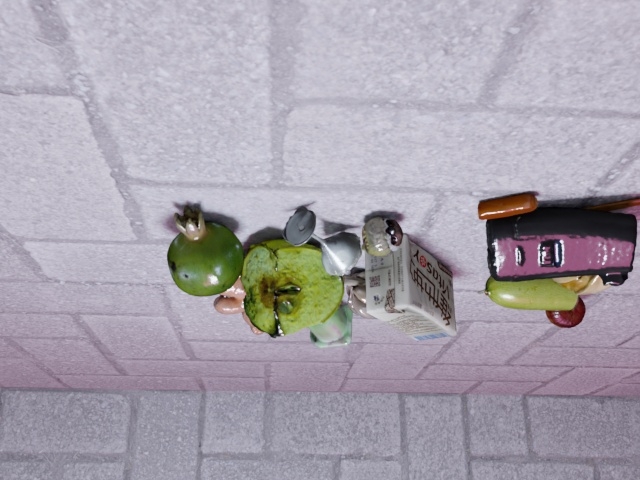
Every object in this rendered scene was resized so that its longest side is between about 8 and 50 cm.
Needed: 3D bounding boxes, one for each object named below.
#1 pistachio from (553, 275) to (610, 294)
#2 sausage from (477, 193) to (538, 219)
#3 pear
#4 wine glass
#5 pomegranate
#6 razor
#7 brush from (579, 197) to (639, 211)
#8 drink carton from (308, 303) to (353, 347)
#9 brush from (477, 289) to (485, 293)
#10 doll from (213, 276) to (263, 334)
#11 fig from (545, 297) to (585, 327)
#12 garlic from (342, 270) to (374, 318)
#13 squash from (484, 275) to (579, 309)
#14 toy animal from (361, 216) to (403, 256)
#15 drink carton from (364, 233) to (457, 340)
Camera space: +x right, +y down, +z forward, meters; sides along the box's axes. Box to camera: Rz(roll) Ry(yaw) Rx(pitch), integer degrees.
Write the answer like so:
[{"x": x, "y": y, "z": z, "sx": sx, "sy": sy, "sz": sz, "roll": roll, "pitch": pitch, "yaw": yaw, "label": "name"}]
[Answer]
[{"x": 0.659, "y": 0.058, "z": 1.792, "sx": 0.157, "sy": 0.158, "sz": 0.229, "roll": 3, "pitch": 161, "yaw": -6, "label": "pistachio"}, {"x": 0.413, "y": -0.075, "z": 1.590, "sx": 0.131, "sy": 0.039, "sz": 0.041, "roll": -11, "pitch": 148, "yaw": 22, "label": "sausage"}, {"x": -0.061, "y": 0.096, "z": 1.845, "sx": 0.255, "sy": 0.239, "sz": 0.164, "roll": -14, "pitch": -166, "yaw": -34, "label": "pear"}, {"x": 0.000, "y": 0.000, "z": 1.681, "sx": 0.122, "sy": 0.122, "sz": 0.183, "roll": -16, "pitch": 149, "yaw": 33, "label": "wine glass"}, {"x": -0.276, "y": 0.021, "z": 1.677, "sx": 0.186, "sy": 0.187, "sz": 0.225, "roll": -4, "pitch": 130, "yaw": 10, "label": "pomegranate"}, {"x": 0.543, "y": 0.012, "z": 1.638, "sx": 0.326, "sy": 0.107, "sz": 0.189, "roll": 0, "pitch": 124, "yaw": 14, "label": "razor"}, {"x": 0.686, "y": -0.082, "z": 1.605, "sx": 0.314, "sy": 0.017, "sz": 0.090, "roll": -11, "pitch": 155, "yaw": 27, "label": "brush"}, {"x": 0.009, "y": 0.239, "z": 2.232, "sx": 0.144, "sy": 0.146, "sz": 0.142, "roll": -10, "pitch": 147, "yaw": 21, "label": "drink carton"}, {"x": 0.508, "y": 0.152, "z": 2.172, "sx": 0.016, "sy": 0.013, "sz": 0.083, "roll": 13, "pitch": 156, "yaw": -34, "label": "brush"}, {"x": -0.206, "y": 0.110, "z": 1.945, "sx": 0.201, "sy": 0.156, "sz": 0.303, "roll": -46, "pitch": 120, "yaw": 7, "label": "doll"}, {"x": 0.749, "y": 0.199, "z": 2.209, "sx": 0.119, "sy": 0.153, "sz": 0.119, "roll": 5, "pitch": 117, "yaw": 10, "label": "fig"}, {"x": 0.108, "y": 0.146, "z": 2.004, "sx": 0.194, "sy": 0.131, "sz": 0.127, "roll": 19, "pitch": 122, "yaw": -40, "label": "garlic"}, {"x": 0.567, "y": 0.124, "z": 1.956, "sx": 0.246, "sy": 0.133, "sz": 0.132, "roll": 3, "pitch": 157, "yaw": -4, "label": "squash"}, {"x": 0.144, "y": -0.004, "z": 1.698, "sx": 0.098, "sy": 0.098, "sz": 0.137, "roll": 2, "pitch": 164, "yaw": -5, "label": "toy animal"}, {"x": 0.242, "y": 0.132, "z": 1.888, "sx": 0.132, "sy": 0.194, "sz": 0.324, "roll": -15, "pitch": 153, "yaw": 28, "label": "drink carton"}]
